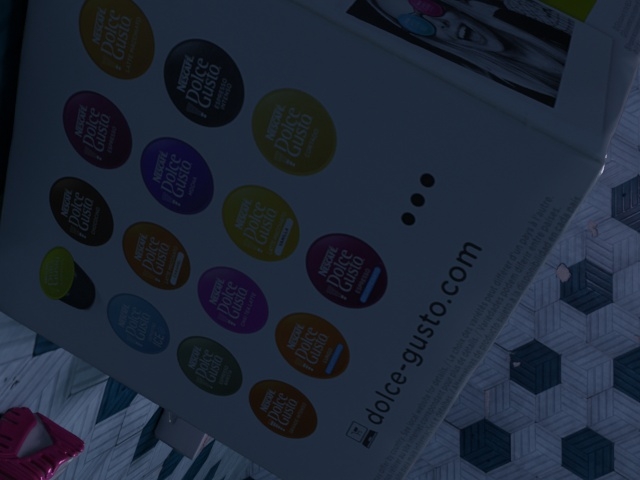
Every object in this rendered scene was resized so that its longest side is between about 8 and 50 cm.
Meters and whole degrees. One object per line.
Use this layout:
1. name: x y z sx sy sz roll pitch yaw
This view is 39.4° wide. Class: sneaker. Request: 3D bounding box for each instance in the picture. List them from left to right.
1. sneaker: -0.300 0.237 0.785 0.111 0.103 0.252 -61 170 7

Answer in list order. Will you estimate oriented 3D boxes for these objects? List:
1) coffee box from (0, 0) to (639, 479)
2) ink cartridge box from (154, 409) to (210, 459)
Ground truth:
1. coffee box: 0.006 -0.073 0.673 0.338 0.334 0.337 -51 167 -52
2. ink cartridge box: -0.186 0.261 1.558 0.203 0.086 0.148 -47 165 -56
